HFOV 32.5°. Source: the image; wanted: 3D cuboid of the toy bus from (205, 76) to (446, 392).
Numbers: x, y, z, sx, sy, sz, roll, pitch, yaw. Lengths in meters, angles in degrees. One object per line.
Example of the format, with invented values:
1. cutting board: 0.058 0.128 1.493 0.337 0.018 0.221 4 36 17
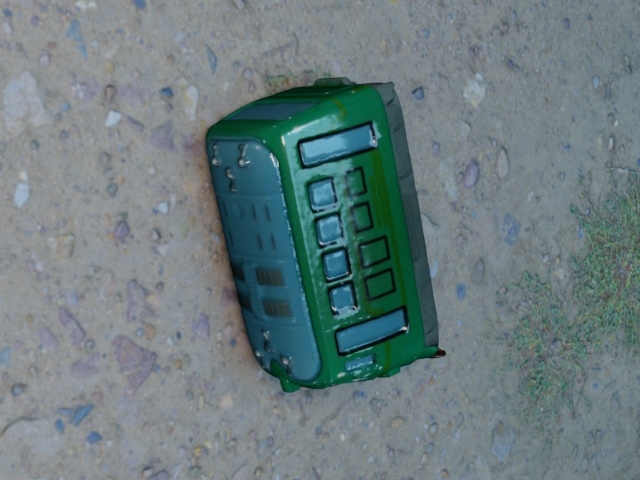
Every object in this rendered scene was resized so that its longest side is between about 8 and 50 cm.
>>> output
1. toy bus: 0.000 0.000 1.226 0.199 0.184 0.343 -21 106 -34
